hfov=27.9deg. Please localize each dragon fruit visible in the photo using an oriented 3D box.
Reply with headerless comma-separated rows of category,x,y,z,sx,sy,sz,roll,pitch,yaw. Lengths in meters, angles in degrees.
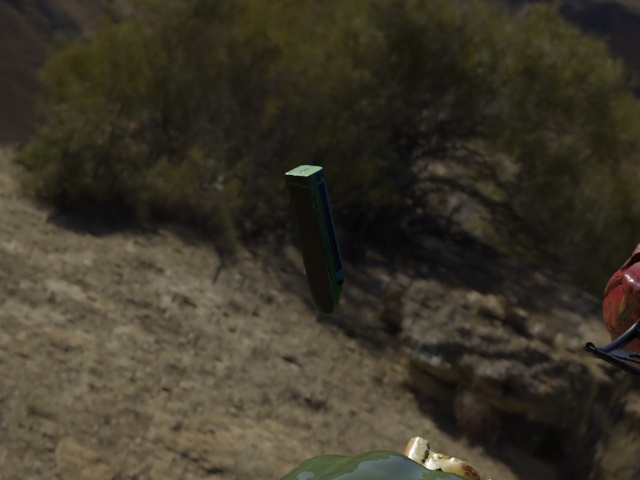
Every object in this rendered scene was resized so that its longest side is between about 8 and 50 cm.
dragon fruit,0.544,0.111,1.918,0.244,0.299,0.244,-2,46,2

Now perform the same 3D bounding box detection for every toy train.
toy train,0.000,0.000,1.771,0.044,0.209,0.042,10,30,43

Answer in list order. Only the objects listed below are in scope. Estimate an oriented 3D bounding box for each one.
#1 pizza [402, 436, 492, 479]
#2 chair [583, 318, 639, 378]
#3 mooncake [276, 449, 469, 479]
pizza,0.202,0.375,1.583,0.223,0.089,0.323,17,35,-22
chair,0.428,0.106,1.337,0.260,0.141,0.154,25,18,31
mooncake,0.049,0.367,1.147,0.351,0.351,0.187,29,11,18
